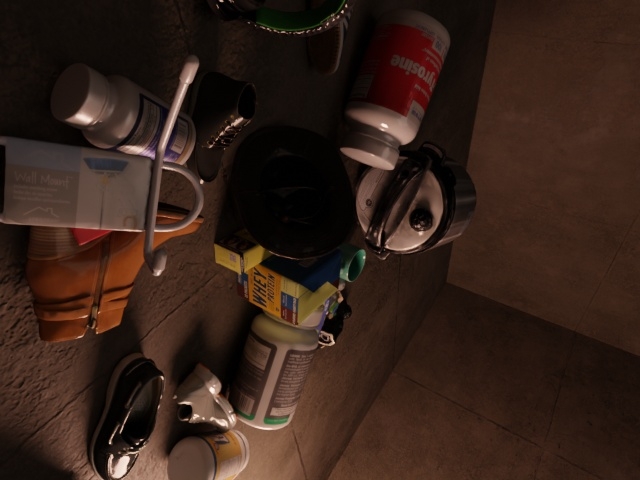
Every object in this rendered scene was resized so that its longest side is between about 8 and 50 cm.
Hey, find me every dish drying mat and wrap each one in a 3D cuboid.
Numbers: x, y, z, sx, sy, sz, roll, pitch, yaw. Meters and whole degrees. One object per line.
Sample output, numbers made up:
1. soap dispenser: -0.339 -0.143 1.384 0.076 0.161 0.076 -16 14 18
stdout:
1. dish drying mat: -0.330 -0.026 0.630 0.083 0.008 0.032 -33 117 -31

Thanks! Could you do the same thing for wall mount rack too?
1. wall mount rack: -0.300 -0.106 0.534 0.350 0.130 0.304 3 106 -34

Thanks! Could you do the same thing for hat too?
1. hat: -0.075 -0.106 1.020 0.331 0.331 0.134 -56 -169 -23

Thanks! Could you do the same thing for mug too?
1. mug: 0.086 0.071 1.512 0.129 0.097 0.158 -63 151 -9

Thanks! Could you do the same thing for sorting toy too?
1. sorting toy: 0.037 0.313 1.658 0.208 0.038 0.193 -56 150 -23

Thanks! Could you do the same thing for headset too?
1. headset: -0.110 -0.487 0.668 0.394 0.243 0.185 10 75 -44

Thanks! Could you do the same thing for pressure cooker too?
1. pressure cooker: 0.328 -0.139 1.477 0.420 0.376 0.369 -13 92 -54

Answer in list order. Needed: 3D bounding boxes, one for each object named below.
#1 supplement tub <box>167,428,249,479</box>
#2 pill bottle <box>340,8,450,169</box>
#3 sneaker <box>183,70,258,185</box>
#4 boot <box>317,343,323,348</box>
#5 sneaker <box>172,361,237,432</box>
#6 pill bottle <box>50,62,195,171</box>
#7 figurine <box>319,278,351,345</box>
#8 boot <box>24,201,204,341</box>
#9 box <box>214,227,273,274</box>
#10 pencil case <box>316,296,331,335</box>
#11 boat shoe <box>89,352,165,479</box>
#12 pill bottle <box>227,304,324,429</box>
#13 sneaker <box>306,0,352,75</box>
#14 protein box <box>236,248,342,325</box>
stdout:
1. supplement tub: -0.302 0.602 1.146 0.200 0.144 0.144 30 82 -63
2. pill bottle: 0.208 -0.432 1.233 0.229 0.229 0.407 15 95 -62
3. sneaker: -0.195 -0.203 0.798 0.083 0.118 0.221 -19 125 -56
4. boot: -0.023 0.410 1.584 0.099 0.045 0.121 -25 135 -34
5. sneaker: -0.310 0.437 1.089 0.121 0.099 0.262 -38 133 -32
6. pill bottle: -0.296 -0.184 0.640 0.187 0.112 0.112 22 90 -62
7. figurine: 0.046 0.241 1.548 0.209 0.092 0.214 -41 126 -49
8. boot: -0.336 0.046 0.714 0.283 0.109 0.220 -11 112 -52
9. box: -0.152 0.000 1.052 0.232 0.087 0.058 -32 135 -47
10. pencil case: -0.048 0.253 1.376 0.133 0.119 0.306 2 108 -47
11. boat shoe: -0.402 0.391 0.876 0.114 0.091 0.302 -11 119 -58
12. pill bottle: -0.124 0.333 1.210 0.204 0.204 0.360 8 103 -62
13. sneaker: 0.045 -0.555 1.000 0.153 0.099 0.282 -37 136 -42
14. protein box: -0.082 0.086 1.111 0.200 0.201 0.135 -34 137 -47
